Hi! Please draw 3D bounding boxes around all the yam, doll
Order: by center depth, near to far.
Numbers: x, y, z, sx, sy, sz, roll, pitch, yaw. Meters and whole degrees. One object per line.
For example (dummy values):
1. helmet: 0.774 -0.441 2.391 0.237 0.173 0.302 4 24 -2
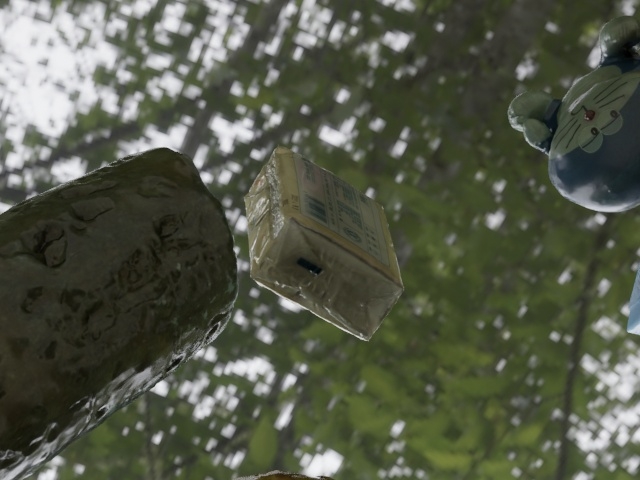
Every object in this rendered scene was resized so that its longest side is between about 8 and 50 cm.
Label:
1. doll: 0.122 -0.050 0.675 0.050 0.076 0.083 38 -159 -20
2. yam: -0.120 0.034 0.746 0.107 0.107 0.194 42 -132 17

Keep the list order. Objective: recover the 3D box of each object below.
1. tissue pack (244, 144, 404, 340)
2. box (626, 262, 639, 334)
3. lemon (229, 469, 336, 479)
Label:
1. tissue pack: 0.000 0.000 1.694 0.148 0.092 0.196 31 -160 -16
2. box: 0.358 0.053 1.249 0.232 0.142 0.083 11 -97 7
3. lemon: -0.027 0.324 1.279 0.258 0.310 0.258 -6 -151 3
